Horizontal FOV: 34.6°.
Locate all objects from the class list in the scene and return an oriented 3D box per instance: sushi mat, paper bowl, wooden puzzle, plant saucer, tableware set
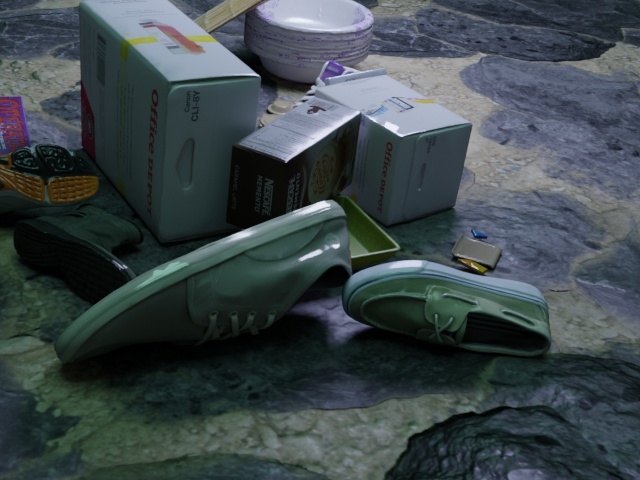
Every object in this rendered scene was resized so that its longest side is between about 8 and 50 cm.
[{"bbox_3d":[-0.245,-0.474,2.240,0.316,0.019,0.151,-28,30,12],"label":"sushi mat"},{"bbox_3d":[-0.029,-0.448,2.285,0.284,0.148,0.284,5,29,-3],"label":"paper bowl"},{"bbox_3d":[0.253,0.020,1.669,0.078,0.014,0.116,24,34,19],"label":"wooden puzzle"},{"bbox_3d":[0.000,0.000,1.617,0.188,0.045,0.188,-10,34,-25],"label":"plant saucer"},{"bbox_3d":[-0.124,-0.257,2.063,0.169,0.020,0.141,11,32,5],"label":"tableware set"}]

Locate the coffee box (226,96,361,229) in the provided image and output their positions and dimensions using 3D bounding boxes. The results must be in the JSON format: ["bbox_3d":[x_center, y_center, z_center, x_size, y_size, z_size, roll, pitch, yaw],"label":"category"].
[{"bbox_3d":[-0.039,-0.118,1.628,0.098,0.141,0.246,21,34,22],"label":"coffee box"}]

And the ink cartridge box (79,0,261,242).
[{"bbox_3d":[-0.261,-0.209,1.695,0.160,0.279,0.384,-10,35,-29],"label":"ink cartridge box"}]

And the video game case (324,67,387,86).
[{"bbox_3d":[0.079,-0.240,1.945,0.143,0.157,0.019,-17,13,-35],"label":"video game case"}]

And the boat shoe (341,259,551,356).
[{"bbox_3d":[0.181,0.098,1.428,0.302,0.109,0.094,4,34,-8],"label":"boat shoe"}]

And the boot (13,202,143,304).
[{"bbox_3d":[-0.317,0.008,1.511,0.246,0.083,0.161,27,30,28],"label":"boot"}]

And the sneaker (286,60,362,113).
[{"bbox_3d":[-0.016,-0.258,1.948,0.102,0.161,0.282,26,36,28],"label":"sneaker"}]

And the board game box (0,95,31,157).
[{"bbox_3d":[-0.609,-0.162,1.775,0.208,0.056,0.347,-1,30,-21],"label":"board game box"}]

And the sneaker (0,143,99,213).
[{"bbox_3d":[-0.481,-0.085,1.599,0.262,0.121,0.099,-1,75,-19],"label":"sneaker"}]

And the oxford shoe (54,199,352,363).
[{"bbox_3d":[-0.133,0.075,1.369,0.449,0.169,0.130,-22,83,-29],"label":"oxford shoe"}]

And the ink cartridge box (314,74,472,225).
[{"bbox_3d":[0.117,-0.162,1.795,0.168,0.171,0.233,-16,38,-34],"label":"ink cartridge box"}]
